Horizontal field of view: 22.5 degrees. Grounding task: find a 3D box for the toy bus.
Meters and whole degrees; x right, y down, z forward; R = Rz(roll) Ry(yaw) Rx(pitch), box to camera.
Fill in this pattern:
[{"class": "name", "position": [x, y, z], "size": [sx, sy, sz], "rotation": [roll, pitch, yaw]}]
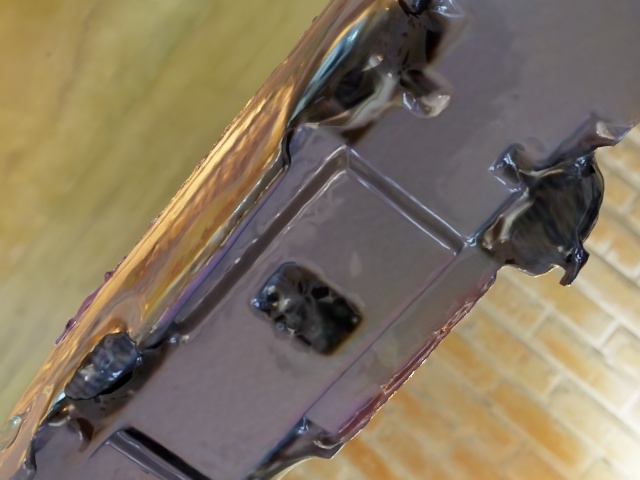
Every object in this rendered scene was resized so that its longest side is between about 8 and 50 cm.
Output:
[{"class": "toy bus", "position": [-0.001, 0.000, 0.498], "size": [0.090, 0.274, 0.112], "rotation": [34, -157, -18]}]
